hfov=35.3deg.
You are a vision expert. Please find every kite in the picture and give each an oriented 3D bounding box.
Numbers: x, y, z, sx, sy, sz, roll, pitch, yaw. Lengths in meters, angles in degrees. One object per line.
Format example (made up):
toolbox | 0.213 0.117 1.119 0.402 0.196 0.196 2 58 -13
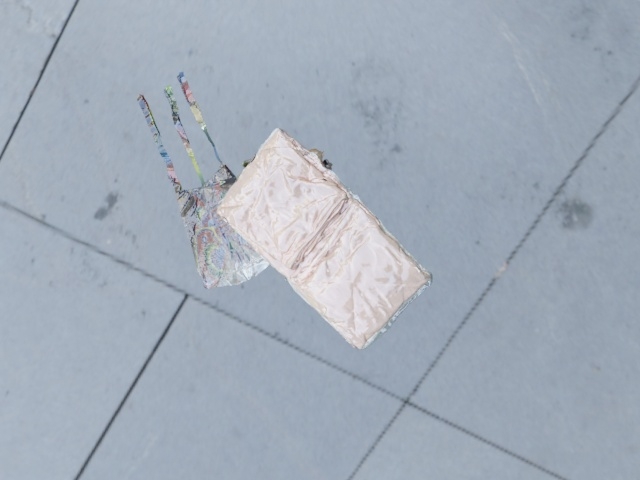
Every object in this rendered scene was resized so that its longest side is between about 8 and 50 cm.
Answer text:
kite | -0.155 -0.077 1.297 0.152 0.015 0.285 -27 85 37

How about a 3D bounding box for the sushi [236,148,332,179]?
sushi | -0.080 -0.066 1.372 0.226 0.103 0.097 -33 97 22

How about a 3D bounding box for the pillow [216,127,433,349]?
pillow | 0.000 0.000 1.055 0.232 0.043 0.126 45 107 8
